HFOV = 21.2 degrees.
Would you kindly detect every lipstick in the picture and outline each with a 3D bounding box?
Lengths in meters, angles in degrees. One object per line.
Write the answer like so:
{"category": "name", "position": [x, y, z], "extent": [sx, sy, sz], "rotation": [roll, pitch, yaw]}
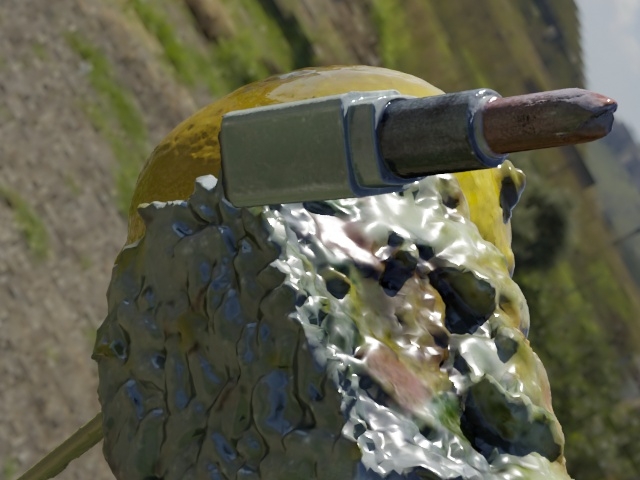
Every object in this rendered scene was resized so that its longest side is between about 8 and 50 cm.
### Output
{"category": "lipstick", "position": [0.023, -0.024, 0.404], "extent": [0.025, 0.107, 0.025], "rotation": [-10, 94, -50]}

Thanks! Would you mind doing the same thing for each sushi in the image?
{"category": "sushi", "position": [0.012, 0.077, 0.736], "extent": [0.184, 0.139, 0.274], "rotation": [14, 42, -38]}

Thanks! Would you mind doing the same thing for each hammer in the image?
{"category": "hammer", "position": [-0.170, 0.144, 1.015], "extent": [0.028, 0.195, 0.060], "rotation": [56, 36, 4]}

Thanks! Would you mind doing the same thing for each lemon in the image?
{"category": "lemon", "position": [-0.003, 0.000, 1.227], "extent": [0.260, 0.284, 0.260], "rotation": [56, -7, 10]}
